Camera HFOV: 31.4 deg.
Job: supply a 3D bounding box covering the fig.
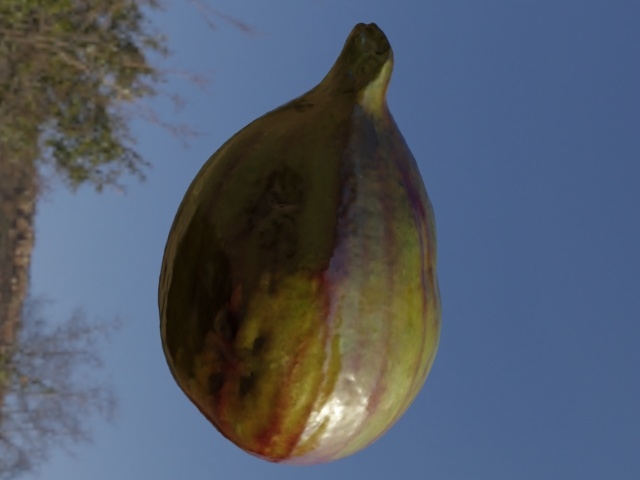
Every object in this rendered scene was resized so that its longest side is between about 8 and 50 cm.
[{"bbox_3d":[0.000,0.000,0.407,0.109,0.103,0.155,27,-75,17],"label":"fig"}]
